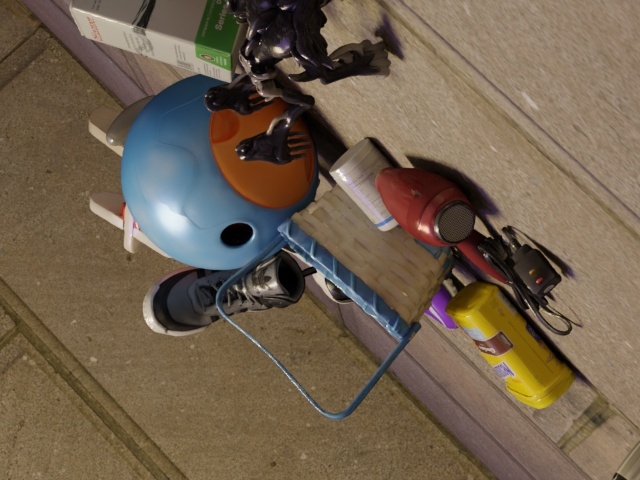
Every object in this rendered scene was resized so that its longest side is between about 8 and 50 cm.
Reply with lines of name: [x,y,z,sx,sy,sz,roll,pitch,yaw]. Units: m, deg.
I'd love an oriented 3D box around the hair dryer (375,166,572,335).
hair dryer: [0.166,0.007,1.604,0.293,0.080,0.223,44,173,23]

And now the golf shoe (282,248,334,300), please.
golf shoe: [0.000,0.000,2.534,0.306,0.115,0.140,42,165,-20]

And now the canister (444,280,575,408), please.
canister: [0.256,0.140,1.864,0.170,0.073,0.126,49,172,-11]

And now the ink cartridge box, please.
ink cartridge box: [-0.201,-0.285,1.737,0.208,0.087,0.153,17,174,-2]

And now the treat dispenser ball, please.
treat dispenser ball: [-0.145,-0.101,1.983,0.288,0.288,0.288,45,173,7]

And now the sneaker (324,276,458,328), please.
sneaker: [0.088,0.056,2.076,0.293,0.146,0.102,44,173,21]

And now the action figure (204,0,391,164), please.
action figure: [-0.025,-0.199,1.362,0.164,0.141,0.275,53,149,15]

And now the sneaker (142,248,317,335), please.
sneaker: [-0.131,0.071,2.063,0.153,0.269,0.101,-18,87,49]

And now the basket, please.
basket: [0.033,0.068,1.873,0.255,0.289,0.201,44,173,17]

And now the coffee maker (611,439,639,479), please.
coffee maker: [0.404,0.331,1.625,0.171,0.178,0.120,43,173,24]

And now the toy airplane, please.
toy airplane: [-0.192,-0.115,2.265,0.386,0.272,0.384,17,-161,-17]

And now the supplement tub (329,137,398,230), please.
supplement tub: [0.071,-0.071,1.764,0.107,0.071,0.071,48,173,-11]
